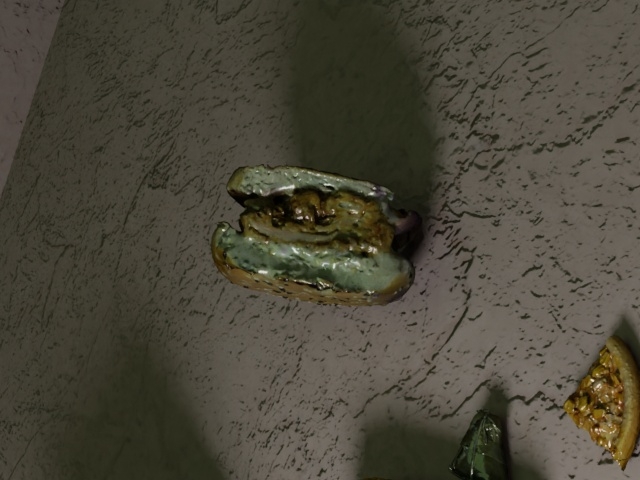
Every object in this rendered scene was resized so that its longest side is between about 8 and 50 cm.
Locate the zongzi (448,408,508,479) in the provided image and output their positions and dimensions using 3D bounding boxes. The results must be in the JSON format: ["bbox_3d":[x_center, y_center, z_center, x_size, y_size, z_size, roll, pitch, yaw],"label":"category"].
[{"bbox_3d":[0.250,0.306,1.971,0.119,0.055,0.109,29,98,38],"label":"zongzi"}]

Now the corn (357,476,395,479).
[{"bbox_3d":[0.155,0.418,1.973,0.387,0.144,0.144,-2,76,47],"label":"corn"}]

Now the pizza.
[{"bbox_3d":[0.375,0.214,1.861,0.131,0.041,0.178,-2,75,51],"label":"pizza"}]

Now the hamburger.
[{"bbox_3d":[0.000,0.000,2.190,0.318,0.277,0.195,9,80,8],"label":"hamburger"}]
